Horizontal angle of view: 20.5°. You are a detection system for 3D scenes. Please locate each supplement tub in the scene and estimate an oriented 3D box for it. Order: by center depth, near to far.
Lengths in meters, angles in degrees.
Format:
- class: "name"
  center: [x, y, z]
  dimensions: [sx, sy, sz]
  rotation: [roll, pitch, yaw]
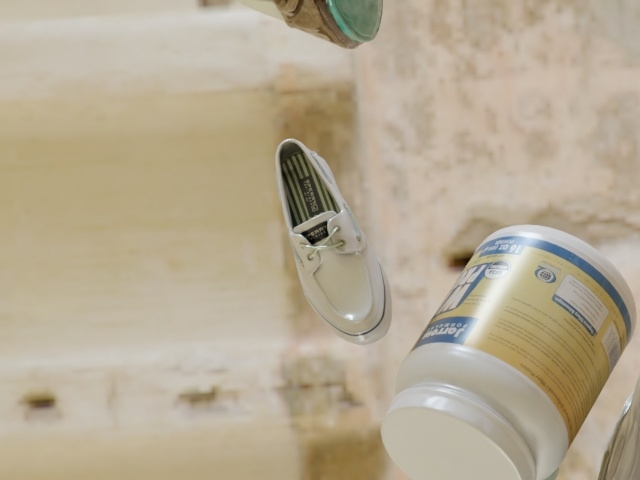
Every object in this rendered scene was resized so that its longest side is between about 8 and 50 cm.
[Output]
- class: "supplement tub"
  center: [0.147, 0.100, 1.389]
  dimensions: [0.199, 0.144, 0.144]
  rotation: [-54, -26, -34]

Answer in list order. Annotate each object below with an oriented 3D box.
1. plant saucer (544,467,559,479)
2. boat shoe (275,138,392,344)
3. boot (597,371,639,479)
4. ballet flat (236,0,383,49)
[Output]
- class: "plant saucer"
  center: [0.150, 0.209, 1.549]
  dimensions: [0.119, 0.119, 0.021]
  rotation: [85, -176, -48]
- class: "boat shoe"
  center: [0.000, 0.000, 1.764]
  dimensions: [0.226, 0.083, 0.076]
  rotation: [63, -174, 29]
- class: "boot"
  center: [0.264, 0.221, 1.435]
  dimensions: [0.123, 0.095, 0.258]
  rotation: [97, -167, -62]
- class: "ballet flat"
  center: [-0.038, -0.244, 1.519]
  dimensions: [0.342, 0.124, 0.116]
  rotation: [24, -112, -75]
